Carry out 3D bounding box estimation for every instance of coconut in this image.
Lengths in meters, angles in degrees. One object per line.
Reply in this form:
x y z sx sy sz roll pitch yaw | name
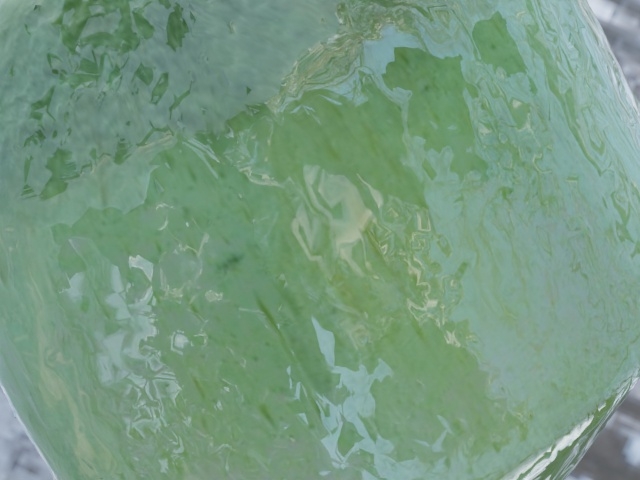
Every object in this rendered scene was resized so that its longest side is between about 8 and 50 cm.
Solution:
0.000 0.000 0.729 0.281 0.328 0.328 -23 -170 18 | coconut
